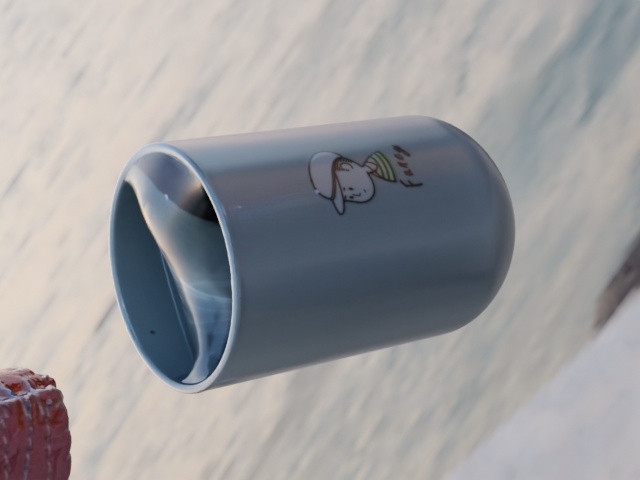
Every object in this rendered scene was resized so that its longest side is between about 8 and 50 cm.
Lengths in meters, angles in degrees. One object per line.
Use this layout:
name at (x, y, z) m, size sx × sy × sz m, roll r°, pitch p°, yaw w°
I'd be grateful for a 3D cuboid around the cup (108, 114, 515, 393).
cup at (0.000, 0.000, 1.644) m, size 0.312 × 0.205 × 0.205 m, roll -11°, pitch -15°, yaw -33°

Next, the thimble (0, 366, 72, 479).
thimble at (-0.358, 0.232, 2.106) m, size 0.163 × 0.125 × 0.189 m, roll 30°, pitch 116°, yaw 44°
